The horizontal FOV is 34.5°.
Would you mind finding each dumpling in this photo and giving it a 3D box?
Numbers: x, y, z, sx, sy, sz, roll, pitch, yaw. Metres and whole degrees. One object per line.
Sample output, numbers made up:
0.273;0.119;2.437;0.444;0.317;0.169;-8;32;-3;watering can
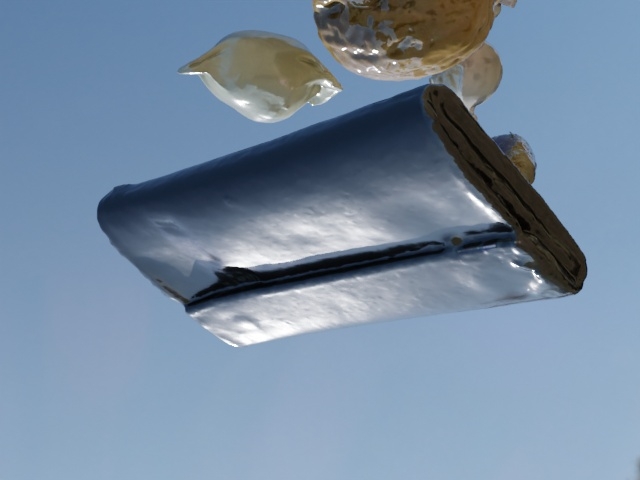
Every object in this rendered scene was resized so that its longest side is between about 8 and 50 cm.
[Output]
-0.090;-0.249;1.571;0.162;0.250;0.132;121;156;-85;dumpling

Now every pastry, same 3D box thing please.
0.346;-0.134;2.061;0.093;0.182;0.192;47;-144;-19;pastry

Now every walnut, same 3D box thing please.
0.114;-0.326;1.358;0.257;0.257;0.224;0;-93;-47;walnut

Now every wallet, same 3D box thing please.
0.000;0.001;0.895;0.228;0.406;0.062;47;-129;-29;wallet

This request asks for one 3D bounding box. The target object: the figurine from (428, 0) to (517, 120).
0.265;-0.333;1.768;0.145;0.182;0.256;11;-72;-14;figurine
